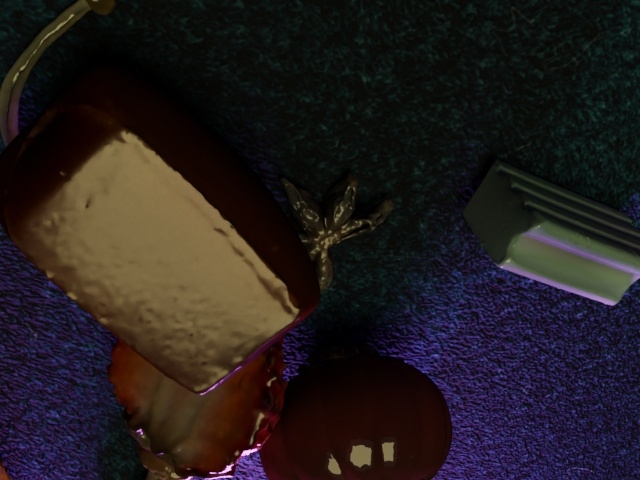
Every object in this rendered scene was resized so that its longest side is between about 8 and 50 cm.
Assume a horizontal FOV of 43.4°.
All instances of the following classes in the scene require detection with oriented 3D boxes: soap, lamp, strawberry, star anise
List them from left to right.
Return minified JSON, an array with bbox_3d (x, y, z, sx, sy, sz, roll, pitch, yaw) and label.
[{"bbox_3d":[-0.149,0.171,1.169,0.336,0.265,0.149,-65,161,9],"label":"strawberry"},{"bbox_3d":[-0.012,-0.008,1.143,0.171,0.063,0.208,26,115,-29],"label":"star anise"},{"bbox_3d":[0.053,0.298,1.256,0.303,0.257,0.303,-10,159,-4],"label":"lamp"},{"bbox_3d":[0.360,-0.003,1.183,0.289,0.173,0.095,17,120,-27],"label":"soap"}]

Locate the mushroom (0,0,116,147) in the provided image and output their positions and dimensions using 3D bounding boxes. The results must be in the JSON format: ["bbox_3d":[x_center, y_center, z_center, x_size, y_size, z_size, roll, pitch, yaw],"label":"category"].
[{"bbox_3d":[-0.330,-0.180,0.944,0.068,0.043,0.306,36,114,-7],"label":"mushroom"}]

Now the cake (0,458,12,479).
[{"bbox_3d":[-0.595,0.388,1.166,0.222,0.227,0.286,-22,131,-5],"label":"cake"}]

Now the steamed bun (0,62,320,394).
[{"bbox_3d":[-0.186,-0.022,0.966,0.235,0.248,0.379,-40,111,10],"label":"steamed bun"}]

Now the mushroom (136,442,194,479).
[{"bbox_3d":[-0.273,0.469,1.385,0.128,0.128,0.350,2,122,-17],"label":"mushroom"}]
